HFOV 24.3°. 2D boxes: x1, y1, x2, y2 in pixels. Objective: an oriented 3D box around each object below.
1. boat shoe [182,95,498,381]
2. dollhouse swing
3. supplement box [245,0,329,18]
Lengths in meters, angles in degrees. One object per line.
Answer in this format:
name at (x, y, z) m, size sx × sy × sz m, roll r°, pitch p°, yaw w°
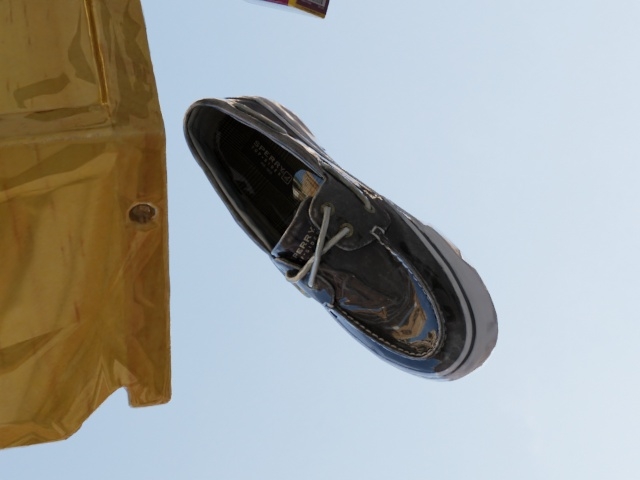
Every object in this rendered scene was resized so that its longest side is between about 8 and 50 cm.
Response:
boat shoe at (0.000, 0.000, 1.244) m, size 0.335 × 0.121 × 0.119 m, roll 42°, pitch -158°, yaw 25°
dollhouse swing at (-0.289, -0.076, 0.911) m, size 0.346 × 0.315 × 0.305 m, roll -8°, pitch -137°, yaw -12°
supplement box at (-0.037, -0.220, 1.261) m, size 0.055 × 0.083 × 0.043 m, roll 6°, pitch -80°, yaw -62°
